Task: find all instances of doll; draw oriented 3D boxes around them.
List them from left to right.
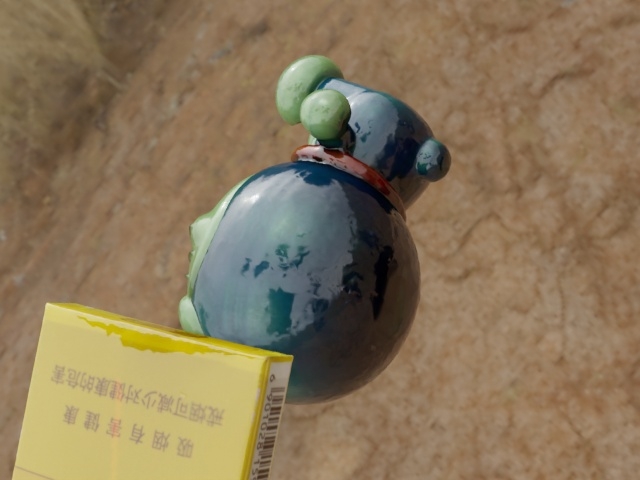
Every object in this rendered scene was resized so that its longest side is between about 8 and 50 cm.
[{"bbox_3d":[0.000,0.000,1.069,0.186,0.198,0.321,12,68,30],"label":"doll"}]

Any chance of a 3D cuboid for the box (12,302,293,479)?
[{"bbox_3d":[-0.112,0.180,0.722,0.152,0.043,0.269,10,90,26],"label":"box"}]
